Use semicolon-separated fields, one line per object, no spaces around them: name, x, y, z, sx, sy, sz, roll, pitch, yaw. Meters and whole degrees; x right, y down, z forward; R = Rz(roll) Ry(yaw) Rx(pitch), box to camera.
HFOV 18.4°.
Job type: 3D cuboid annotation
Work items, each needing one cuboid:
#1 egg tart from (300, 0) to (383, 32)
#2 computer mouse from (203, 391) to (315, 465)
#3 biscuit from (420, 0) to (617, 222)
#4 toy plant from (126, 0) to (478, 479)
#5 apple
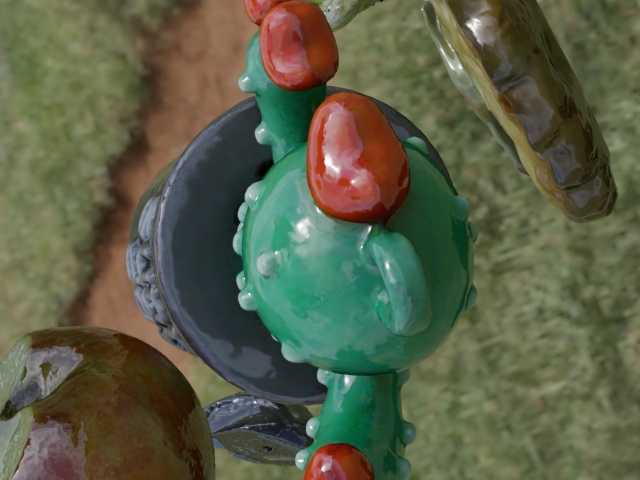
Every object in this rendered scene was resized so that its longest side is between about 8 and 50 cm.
egg tart;0.016;-0.270;1.766;0.197;0.078;0.197;-24;61;52
computer mouse;-0.047;0.145;1.555;0.135;0.079;0.047;-10;56;46
biscuit;0.115;-0.145;1.352;0.329;0.078;0.335;63;-174;33
toy plant;-0.002;0.013;1.121;0.400;0.185;0.279;177;106;-74
apple;-0.144;0.140;1.188;0.195;0.160;0.173;-121;38;-64
